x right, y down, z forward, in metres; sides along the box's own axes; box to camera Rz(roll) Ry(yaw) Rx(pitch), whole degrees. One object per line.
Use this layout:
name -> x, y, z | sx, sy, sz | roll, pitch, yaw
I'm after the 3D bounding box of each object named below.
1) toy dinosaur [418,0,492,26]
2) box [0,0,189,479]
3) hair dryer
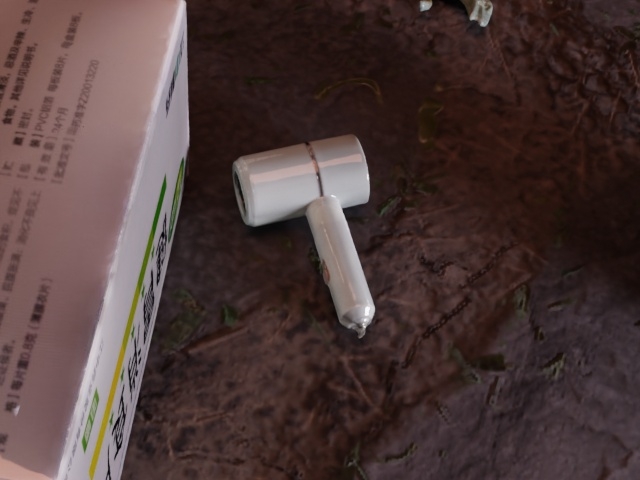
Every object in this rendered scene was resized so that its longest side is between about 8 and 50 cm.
toy dinosaur -> 0.070, -0.230, 1.034 | 0.106, 0.044, 0.187 | 3, 41, -18
box -> -0.169, 0.020, 0.761 | 0.145, 0.173, 0.332 | 9, 56, 0
hair dryer -> 0.000, 0.000, 0.867 | 0.082, 0.047, 0.137 | -13, 64, -11
